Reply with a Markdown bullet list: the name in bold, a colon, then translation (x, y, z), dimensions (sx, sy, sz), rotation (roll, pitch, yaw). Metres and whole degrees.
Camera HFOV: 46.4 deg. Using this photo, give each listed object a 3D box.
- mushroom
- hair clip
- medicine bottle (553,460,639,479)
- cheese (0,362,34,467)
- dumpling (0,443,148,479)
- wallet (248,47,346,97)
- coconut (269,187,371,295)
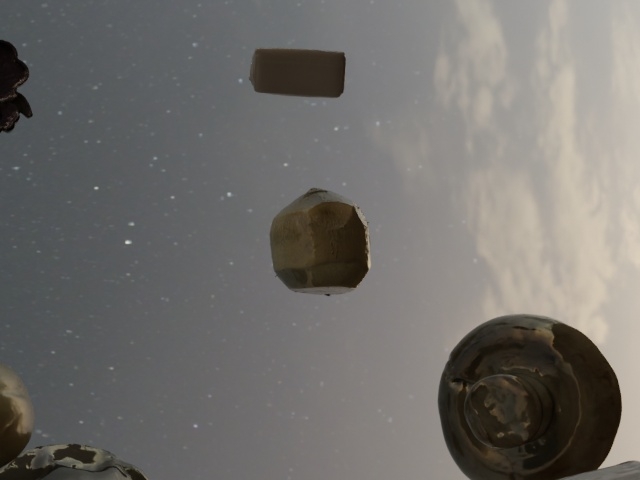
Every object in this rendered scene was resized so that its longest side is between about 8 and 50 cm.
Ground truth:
- **mushroom**: translation (0.247, 0.208, 0.946), dimensions (0.244, 0.244, 0.243), rotation (-2, -88, -54)
- **hair clip**: translation (-0.470, -0.233, 1.036), dimensions (0.124, 0.052, 0.195), rotation (-17, -98, -21)
- **medicine bottle**: translation (0.350, 0.240, 0.589), dimensions (0.395, 0.242, 0.242), rotation (-4, -85, -17)
- **cheese**: translation (-0.486, 0.223, 0.893), dimensions (0.233, 0.266, 0.127), rotation (67, -174, -66)
- **dumpling**: translation (-0.350, 0.377, 0.984), dimensions (0.293, 0.163, 0.204), rotation (-29, -89, -42)
- **wallet**: translation (-0.045, -0.329, 1.466), dimensions (0.033, 0.190, 0.095), rotation (-107, 19, -73)
- **coconut**: translation (0.002, 0.001, 1.162), dimensions (0.161, 0.161, 0.162), rotation (16, -109, -53)
